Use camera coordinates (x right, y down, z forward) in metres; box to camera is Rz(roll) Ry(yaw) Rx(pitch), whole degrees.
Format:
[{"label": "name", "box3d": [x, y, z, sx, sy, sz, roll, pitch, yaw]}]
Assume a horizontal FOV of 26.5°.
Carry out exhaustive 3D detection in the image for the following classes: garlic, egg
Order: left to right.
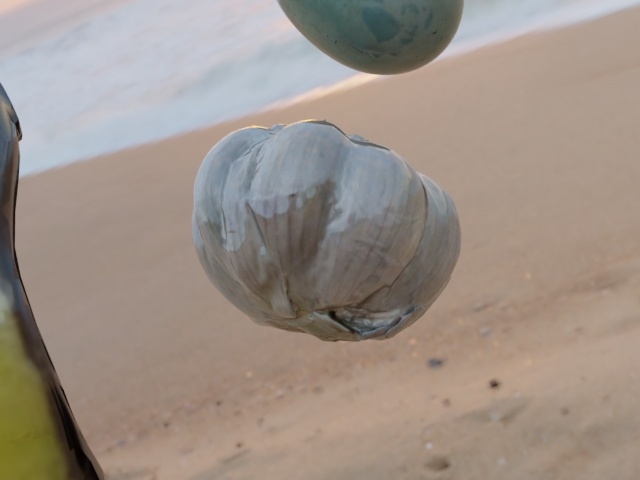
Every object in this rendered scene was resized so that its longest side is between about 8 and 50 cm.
[{"label": "garlic", "box3d": [0.004, 0.001, 1.087, 0.228, 0.228, 0.152, -4, 62, 53]}, {"label": "egg", "box3d": [0.038, -0.264, 1.326, 0.169, 0.236, 0.169, -40, -19, -17]}]

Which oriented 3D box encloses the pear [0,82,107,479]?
[{"label": "pear", "box3d": [-0.189, 0.055, 0.387, 0.178, 0.266, 0.267, -25, 13, -33]}]
